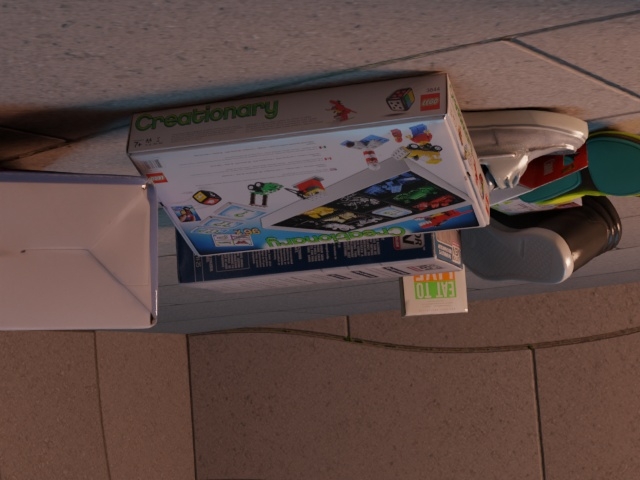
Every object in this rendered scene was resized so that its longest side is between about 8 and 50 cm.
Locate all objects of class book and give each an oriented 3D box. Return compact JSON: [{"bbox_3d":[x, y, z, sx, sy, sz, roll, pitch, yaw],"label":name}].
[{"bbox_3d":[0.162,0.037,2.363,0.096,0.144,0.035,-3,173,-8],"label":"book"}]

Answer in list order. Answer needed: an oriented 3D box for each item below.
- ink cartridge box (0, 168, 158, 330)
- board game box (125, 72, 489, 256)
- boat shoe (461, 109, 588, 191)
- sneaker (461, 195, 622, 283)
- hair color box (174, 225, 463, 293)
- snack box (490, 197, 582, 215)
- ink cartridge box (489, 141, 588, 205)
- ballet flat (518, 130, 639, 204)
[{"bbox_3d":[-0.361,0.001,1.605,0.270,0.151,0.395,1,-179,-29],"label":"ink cartridge box"},{"bbox_3d":[-0.007,-0.066,1.534,0.305,0.053,0.193,-6,148,15],"label":"board game box"},{"bbox_3d":[0.164,-0.086,1.634,0.227,0.081,0.079,-2,173,-15],"label":"boat shoe"},{"bbox_3d":[0.297,-0.012,2.222,0.147,0.104,0.296,-24,-163,-25],"label":"sneaker"},{"bbox_3d":[0.000,0.000,2.132,0.347,0.105,0.174,-6,173,16],"label":"hair color box"},{"bbox_3d":[0.272,-0.061,2.072,0.100,0.037,0.141,-6,173,20],"label":"snack box"},{"bbox_3d":[0.196,-0.079,1.735,0.179,0.045,0.145,-24,-168,15],"label":"ink cartridge box"},{"bbox_3d":[0.314,-0.087,1.812,0.077,0.077,0.231,-25,-170,-36],"label":"ballet flat"}]
